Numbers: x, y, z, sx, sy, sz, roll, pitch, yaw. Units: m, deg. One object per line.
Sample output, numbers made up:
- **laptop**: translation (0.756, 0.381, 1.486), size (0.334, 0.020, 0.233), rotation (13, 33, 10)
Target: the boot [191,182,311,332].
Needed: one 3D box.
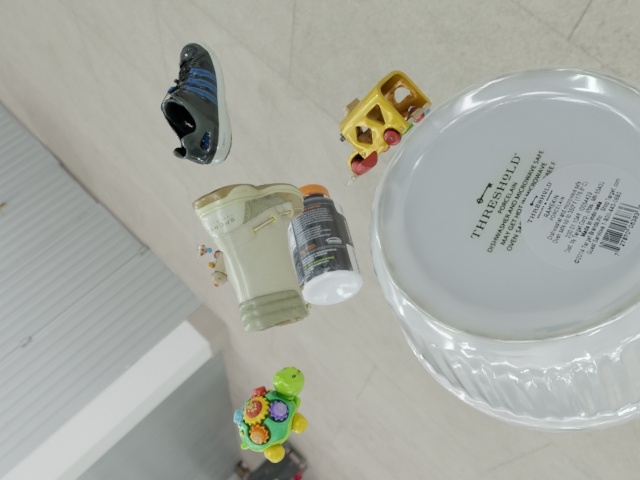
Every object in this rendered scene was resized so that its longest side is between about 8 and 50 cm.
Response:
- **boot**: translation (-0.056, 0.018, 0.755), size (0.165, 0.077, 0.213), rotation (68, -160, 4)

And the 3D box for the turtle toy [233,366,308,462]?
- **turtle toy**: translation (-0.067, 0.233, 0.887), size (0.095, 0.130, 0.066), rotation (26, 160, 47)

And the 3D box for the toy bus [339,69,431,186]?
- **toy bus**: translation (0.086, -0.194, 1.081), size (0.104, 0.202, 0.191), rotation (48, -175, -3)

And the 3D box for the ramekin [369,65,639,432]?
- **ramekin**: translation (0.127, -0.003, 0.375), size (0.207, 0.207, 0.109), rotation (31, 172, 36)

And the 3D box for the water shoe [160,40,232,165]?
- **water shoe**: translation (-0.176, -0.198, 0.878), size (0.073, 0.080, 0.203), rotation (-41, 58, 42)

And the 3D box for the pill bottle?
- **pill bottle**: translation (0.000, 0.000, 1.337), size (0.130, 0.130, 0.245), rotation (86, 172, -56)

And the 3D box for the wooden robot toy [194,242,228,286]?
- **wooden robot toy**: translation (-0.216, 0.070, 1.456), size (0.173, 0.079, 0.076), rotation (23, 178, -17)
